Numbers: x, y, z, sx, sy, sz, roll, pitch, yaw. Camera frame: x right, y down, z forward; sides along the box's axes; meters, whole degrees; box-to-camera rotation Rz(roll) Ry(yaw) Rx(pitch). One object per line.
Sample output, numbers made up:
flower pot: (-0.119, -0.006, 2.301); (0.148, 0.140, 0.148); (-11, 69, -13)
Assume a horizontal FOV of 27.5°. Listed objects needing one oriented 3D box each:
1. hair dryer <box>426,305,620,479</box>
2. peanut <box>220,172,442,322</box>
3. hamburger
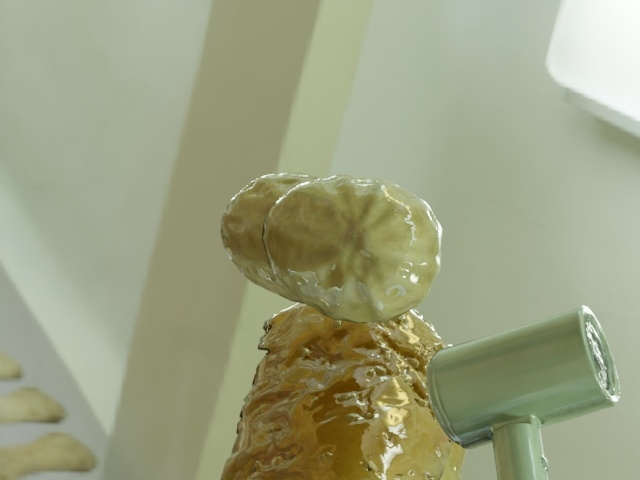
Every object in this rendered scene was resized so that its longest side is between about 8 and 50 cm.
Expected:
hair dryer: (0.075, 0.084, 0.448); (0.063, 0.038, 0.124); (-21, -130, 23)
peanut: (0.000, 0.000, 0.709); (0.187, 0.082, 0.082); (-166, -97, -69)
hamburger: (0.021, 0.121, 0.770); (0.131, 0.124, 0.262); (-31, -154, 32)
